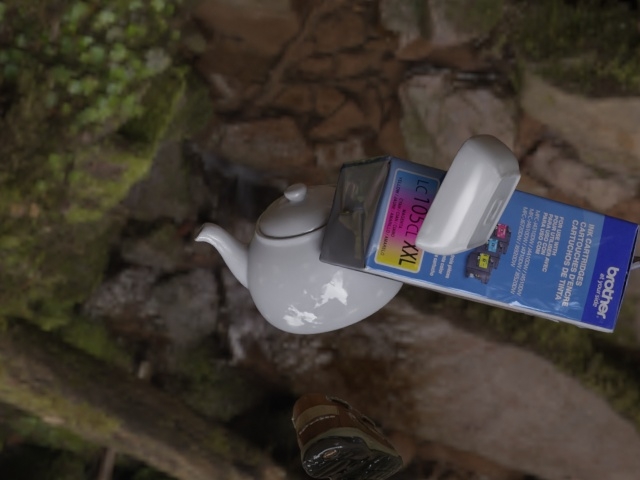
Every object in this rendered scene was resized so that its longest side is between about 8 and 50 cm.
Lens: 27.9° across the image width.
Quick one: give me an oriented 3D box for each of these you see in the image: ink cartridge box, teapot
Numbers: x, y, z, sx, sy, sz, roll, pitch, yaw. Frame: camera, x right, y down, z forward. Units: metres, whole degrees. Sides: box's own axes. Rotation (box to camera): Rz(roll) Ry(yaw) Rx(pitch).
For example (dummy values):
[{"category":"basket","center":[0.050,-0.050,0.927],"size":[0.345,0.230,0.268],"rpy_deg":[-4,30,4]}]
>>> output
[{"category":"ink cartridge box","center":[0.224,0.012,1.665],"size":[0.396,0.151,0.270],"rpy_deg":[16,178,-12]},{"category":"teapot","center":[0.000,0.000,1.852],"size":[0.253,0.256,0.187],"rpy_deg":[14,132,48]}]

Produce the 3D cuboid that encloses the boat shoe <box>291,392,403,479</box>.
[{"category":"boat shoe","center":[0.040,0.308,1.990],"size":[0.123,0.119,0.324],"rpy_deg":[-27,155,4]}]

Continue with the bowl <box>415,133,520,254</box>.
[{"category":"bowl","center":[0.169,-0.043,1.420],"size":[0.053,0.142,0.142],"rpy_deg":[31,-165,18]}]
